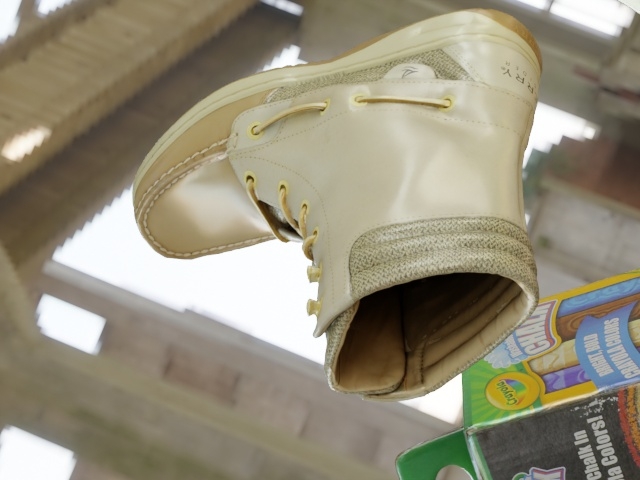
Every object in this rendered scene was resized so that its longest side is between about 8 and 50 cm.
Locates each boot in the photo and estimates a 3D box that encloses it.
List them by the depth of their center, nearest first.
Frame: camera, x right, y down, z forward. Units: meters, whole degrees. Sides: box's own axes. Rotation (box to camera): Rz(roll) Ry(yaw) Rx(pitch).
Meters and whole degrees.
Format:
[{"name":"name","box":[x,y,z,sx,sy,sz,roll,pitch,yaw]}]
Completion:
[{"name":"boot","box":[0.000,0.000,0.998,0.095,0.262,0.203,51,-150,-39]}]

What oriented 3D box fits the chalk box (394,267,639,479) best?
[{"name":"chalk box","box":[0.202,0.146,1.343,0.179,0.289,0.180,-80,-28,-67]}]

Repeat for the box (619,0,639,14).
[{"name":"box","box":[0.142,-0.179,0.615,0.117,0.243,0.213,-54,5,48]}]
